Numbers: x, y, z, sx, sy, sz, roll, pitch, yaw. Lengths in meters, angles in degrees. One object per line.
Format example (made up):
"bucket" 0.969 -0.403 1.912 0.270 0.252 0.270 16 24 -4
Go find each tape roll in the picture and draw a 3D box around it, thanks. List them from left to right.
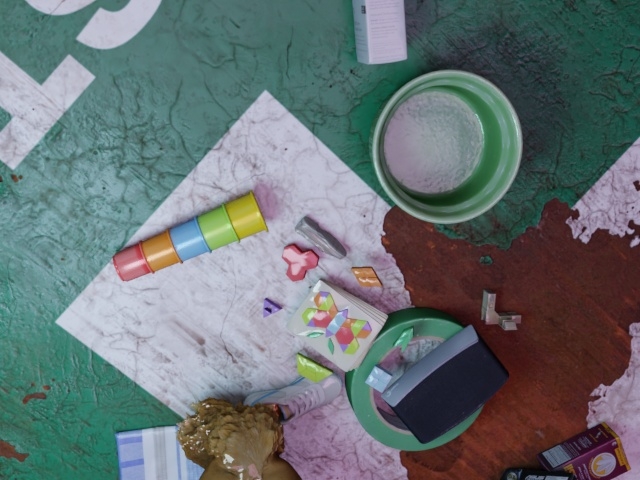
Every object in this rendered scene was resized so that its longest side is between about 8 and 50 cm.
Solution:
"tape roll" 0.218 0.312 1.933 0.321 0.077 0.321 -3 106 -9

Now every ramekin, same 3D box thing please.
"ramekin" 0.242 -0.194 1.750 0.303 0.148 0.303 -1 101 -7

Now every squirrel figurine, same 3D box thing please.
"squirrel figurine" -0.158 0.516 1.773 0.281 0.370 0.397 -5 77 -8

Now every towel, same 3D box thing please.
"towel" -0.305 0.508 1.914 0.285 0.034 0.209 -3 105 -9

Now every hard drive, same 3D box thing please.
"hard drive" 0.279 0.322 1.878 0.255 0.054 0.172 -38 108 1

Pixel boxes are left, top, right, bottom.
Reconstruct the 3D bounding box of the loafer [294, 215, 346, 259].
"loafer" 0.000 0.000 1.831 0.125 0.045 0.039 41 118 -12

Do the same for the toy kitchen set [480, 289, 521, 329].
"toy kitchen set" 0.414 0.155 1.929 0.083 0.068 0.075 -1 105 -10

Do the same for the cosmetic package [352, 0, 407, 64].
"cosmetic package" 0.111 -0.467 1.681 0.085 0.117 0.231 -10 105 -9

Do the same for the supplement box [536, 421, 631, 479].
"supplement box" 0.632 0.533 2.065 0.188 0.081 0.104 -26 108 -2

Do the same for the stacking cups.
"stacking cups" -0.269 -0.006 1.750 0.316 0.096 0.096 -21 108 -3

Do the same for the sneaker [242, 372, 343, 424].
"sneaker" -0.055 0.357 1.887 0.229 0.092 0.087 -20 106 -6

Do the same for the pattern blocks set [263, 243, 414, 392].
"pattern blocks set" 0.033 0.177 1.832 0.325 0.026 0.285 21 104 5

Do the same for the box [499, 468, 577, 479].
"box" 0.523 0.622 2.018 0.077 0.180 0.147 -42 115 -45
